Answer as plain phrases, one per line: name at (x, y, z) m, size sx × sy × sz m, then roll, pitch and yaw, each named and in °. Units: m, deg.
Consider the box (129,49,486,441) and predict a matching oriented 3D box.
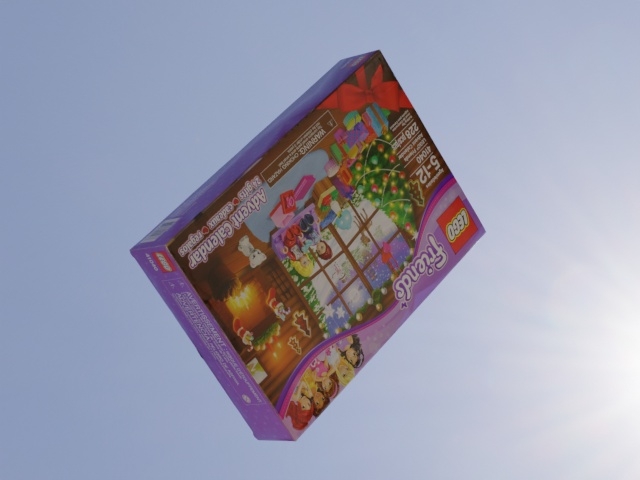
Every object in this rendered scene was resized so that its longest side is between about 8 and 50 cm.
box at (0.000, 0.000, 1.328) m, size 0.293 × 0.057 × 0.201 m, roll -45°, pitch -67°, yaw -33°
